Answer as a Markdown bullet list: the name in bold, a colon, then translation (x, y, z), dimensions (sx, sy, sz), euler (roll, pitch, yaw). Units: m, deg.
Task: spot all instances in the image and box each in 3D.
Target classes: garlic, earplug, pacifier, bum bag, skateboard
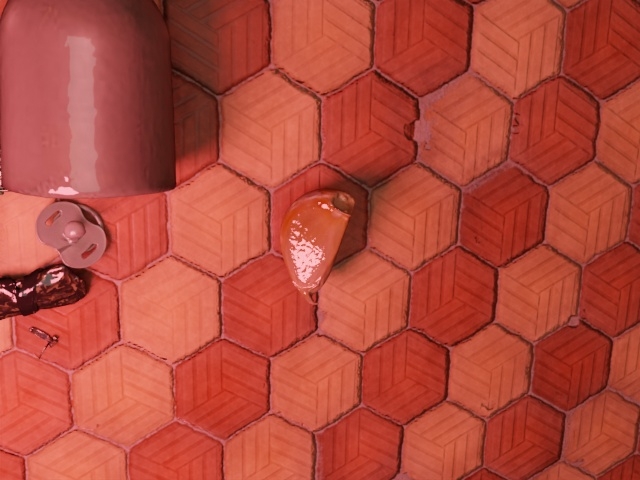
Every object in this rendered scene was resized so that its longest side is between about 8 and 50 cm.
- **garlic**: translation (-0.007, 0.000, 1.496), dimensions (0.145, 0.164, 0.244), euler (7, 109, -30)
- **earplug**: translation (-0.426, -0.286, 1.266), dimensions (0.313, 0.312, 0.394), euler (-2, 102, -11)
- **pacifier**: translation (-0.498, -0.019, 1.419), dimensions (0.127, 0.117, 0.150), euler (-44, 102, -26)
- **bum bag**: translation (-0.613, 0.111, 1.449), dimensions (0.248, 0.069, 0.102), euler (-17, 142, -8)
- **skateboard**: translation (-0.594, 0.214, 1.472), dimensions (0.064, 0.083, 0.032), euler (34, 96, -16)

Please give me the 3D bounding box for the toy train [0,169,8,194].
- **toy train**: translation (-0.675, -0.136, 1.379), dimensions (0.171, 0.071, 0.111), euler (-1, 113, -12)
